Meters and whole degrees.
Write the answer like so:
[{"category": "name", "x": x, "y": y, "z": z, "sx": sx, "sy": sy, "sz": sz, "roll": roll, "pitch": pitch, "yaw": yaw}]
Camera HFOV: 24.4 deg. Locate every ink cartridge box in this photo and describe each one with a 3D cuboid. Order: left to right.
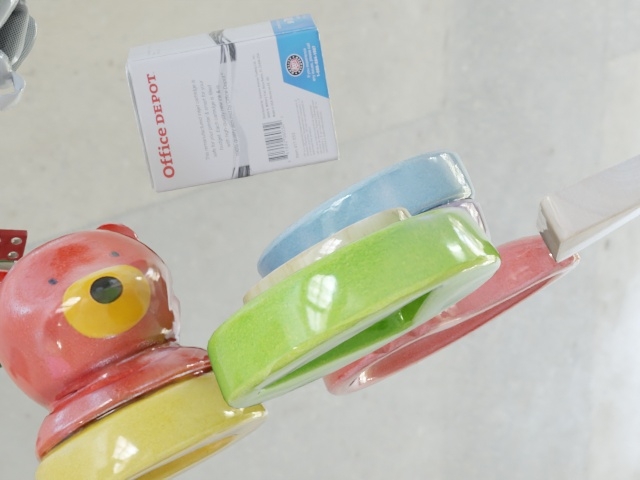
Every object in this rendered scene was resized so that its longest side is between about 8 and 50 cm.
[{"category": "ink cartridge box", "x": -0.087, "y": -0.138, "z": 1.478, "sx": 0.190, "sy": 0.082, "sz": 0.140, "roll": -10, "pitch": 111, "yaw": -1}]

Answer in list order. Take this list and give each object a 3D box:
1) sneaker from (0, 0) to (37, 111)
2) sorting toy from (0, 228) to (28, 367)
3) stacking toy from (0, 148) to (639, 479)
[{"category": "sneaker", "x": -0.356, "y": -0.234, "z": 1.253, "sx": 0.137, "sy": 0.210, "sz": 0.366, "roll": 89, "pitch": -8, "yaw": -59}, {"category": "sorting toy", "x": -0.413, "y": 0.052, "z": 1.699, "sx": 0.132, "sy": 0.046, "sz": 0.274, "roll": 0, "pitch": 141, "yaw": -18}, {"category": "stacking toy", "x": 0.000, "y": 0.000, "z": 0.729, "sx": 0.309, "sy": 0.279, "sz": 0.130, "roll": -21, "pitch": 77, "yaw": -37}]
